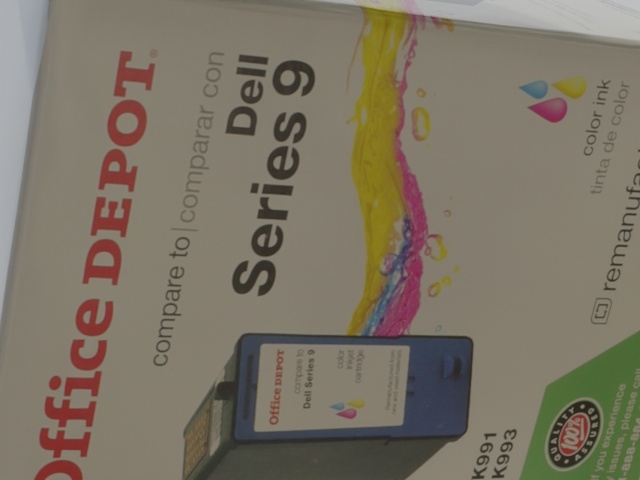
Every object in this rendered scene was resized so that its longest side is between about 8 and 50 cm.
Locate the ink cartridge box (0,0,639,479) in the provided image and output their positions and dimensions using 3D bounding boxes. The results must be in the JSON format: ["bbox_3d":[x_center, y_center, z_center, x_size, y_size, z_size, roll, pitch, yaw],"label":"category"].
[{"bbox_3d":[0.000,0.000,0.433,0.212,0.093,0.154,4,-71,-26],"label":"ink cartridge box"}]
